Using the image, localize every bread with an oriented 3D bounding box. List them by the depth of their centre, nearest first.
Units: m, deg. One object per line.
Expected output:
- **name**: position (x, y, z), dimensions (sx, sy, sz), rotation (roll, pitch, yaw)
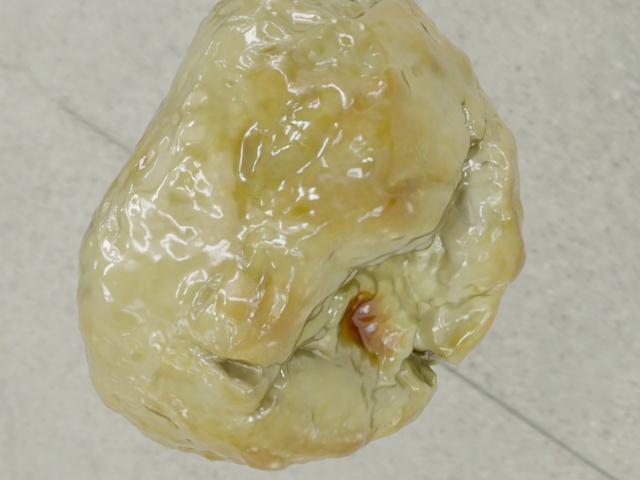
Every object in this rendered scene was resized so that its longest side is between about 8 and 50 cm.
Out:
- **bread**: position (0.000, 0.000, 0.704), dimensions (0.134, 0.244, 0.244), rotation (35, 97, 37)
